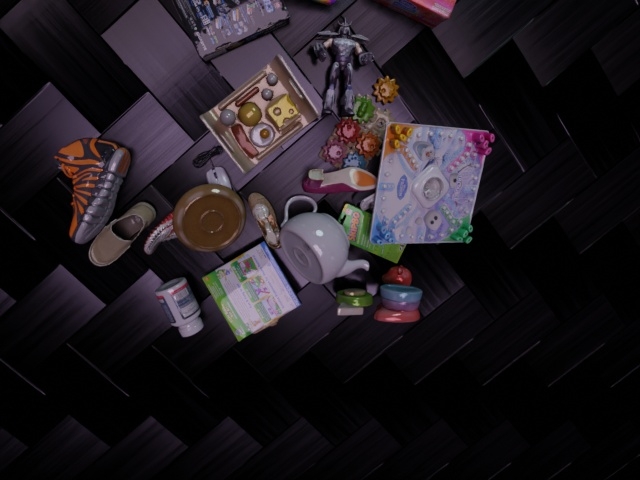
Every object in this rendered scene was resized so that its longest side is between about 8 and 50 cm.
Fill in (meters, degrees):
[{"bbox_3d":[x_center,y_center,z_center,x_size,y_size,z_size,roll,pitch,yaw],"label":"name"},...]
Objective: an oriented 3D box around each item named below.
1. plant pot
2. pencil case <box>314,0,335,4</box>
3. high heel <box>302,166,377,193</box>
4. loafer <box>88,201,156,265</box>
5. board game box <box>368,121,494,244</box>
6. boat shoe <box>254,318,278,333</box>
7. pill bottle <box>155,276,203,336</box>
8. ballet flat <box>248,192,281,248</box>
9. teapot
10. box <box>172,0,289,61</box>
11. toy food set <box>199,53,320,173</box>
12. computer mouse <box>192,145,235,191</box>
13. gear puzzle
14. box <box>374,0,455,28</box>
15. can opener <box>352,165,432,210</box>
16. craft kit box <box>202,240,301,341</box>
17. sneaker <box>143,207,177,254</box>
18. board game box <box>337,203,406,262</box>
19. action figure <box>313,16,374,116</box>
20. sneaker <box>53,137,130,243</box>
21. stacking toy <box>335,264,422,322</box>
[{"bbox_3d":[-0.347,-0.063,1.327,0.236,0.032,0.237,-13,119,-24],"label":"plant pot"},{"bbox_3d":[-0.051,-0.739,1.163,0.236,0.104,0.105,-2,105,-30],"label":"pencil case"},{"bbox_3d":[0.064,-0.181,1.361,0.243,0.117,0.082,-2,74,-13],"label":"high heel"},{"bbox_3d":[-0.642,-0.017,1.319,0.268,0.092,0.102,-45,104,5],"label":"loafer"},{"bbox_3d":[0.366,-0.169,1.355,0.389,0.050,0.391,-1,110,-20],"label":"board game box"},{"bbox_3d":[-0.179,0.274,1.466,0.169,0.063,0.059,-25,118,1],"label":"boat shoe"},{"bbox_3d":[-0.466,0.225,1.392,0.107,0.108,0.180,-20,105,-1],"label":"pill bottle"},{"bbox_3d":[-0.177,-0.062,1.374,0.073,0.067,0.206,-27,105,4],"label":"ballet flat"},{"bbox_3d":[0.000,0.000,1.342,0.187,0.252,0.256,-38,124,-27],"label":"teapot"},{"bbox_3d":[-0.279,-0.720,1.196,0.293,0.073,0.296,-26,105,-1],"label":"box"},{"bbox_3d":[-0.183,-0.384,1.280,0.306,0.092,0.220,-37,105,4],"label":"toy food set"},{"bbox_3d":[-0.328,-0.198,1.336,0.105,0.042,0.193,-24,105,-1],"label":"computer mouse"},{"bbox_3d":[0.152,-0.370,1.346,0.175,0.044,0.339,31,99,-13],"label":"gear puzzle"},{"bbox_3d":[0.268,-0.747,1.222,0.256,0.128,0.123,19,101,-11],"label":"box"},{"bbox_3d":[0.240,-0.187,1.380,0.280,0.074,0.093,-28,67,-4],"label":"can opener"},{"bbox_3d":[-0.229,0.170,1.402,0.246,0.061,0.250,-30,89,-1],"label":"craft kit box"},{"bbox_3d":[-0.477,-0.030,1.338,0.225,0.088,0.093,-41,109,6],"label":"sneaker"},{"bbox_3d":[0.176,-0.026,1.440,0.259,0.039,0.124,23,101,-13],"label":"board game box"},{"bbox_3d":[0.068,-0.529,1.272,0.185,0.099,0.285,4,100,-1],"label":"action figure"},{"bbox_3d":[-0.721,-0.160,1.259,0.179,0.124,0.322,21,80,-4],"label":"sneaker"},{"bbox_3d":[0.190,0.160,1.371,0.279,0.309,0.131,4,96,3],"label":"stacking toy"}]
